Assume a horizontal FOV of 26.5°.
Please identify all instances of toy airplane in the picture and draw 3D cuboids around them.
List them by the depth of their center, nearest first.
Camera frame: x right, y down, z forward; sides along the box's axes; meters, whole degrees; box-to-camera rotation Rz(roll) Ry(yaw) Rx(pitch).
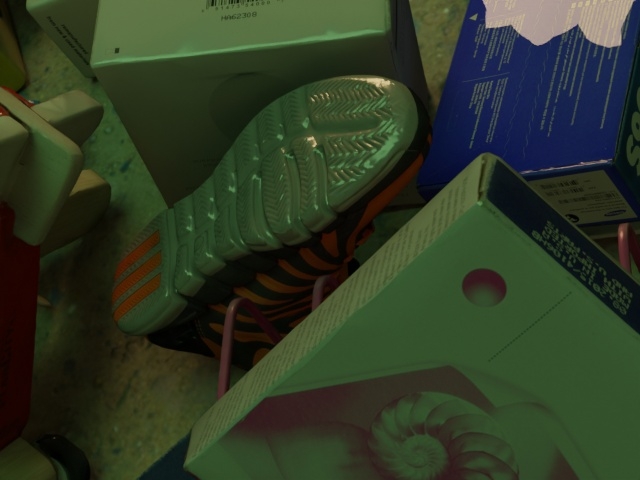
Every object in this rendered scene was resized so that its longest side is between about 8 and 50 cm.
[{"bbox_3d":[-0.312,0.034,1.042,0.273,0.386,0.384,17,68,19],"label":"toy airplane"}]

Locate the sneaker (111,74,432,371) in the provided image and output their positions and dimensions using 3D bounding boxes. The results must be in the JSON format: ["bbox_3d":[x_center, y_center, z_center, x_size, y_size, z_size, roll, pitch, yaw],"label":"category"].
[{"bbox_3d":[0.000,0.000,1.026,0.321,0.180,0.124,-32,46,38],"label":"sneaker"}]

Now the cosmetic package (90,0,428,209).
[{"bbox_3d":[-0.037,-0.133,1.093,0.224,0.224,0.138,-5,56,10],"label":"cosmetic package"}]

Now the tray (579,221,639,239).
[{"bbox_3d":[0.310,-0.070,1.033,0.270,0.030,0.145,-8,59,21],"label":"tray"}]

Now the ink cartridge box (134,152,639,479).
[{"bbox_3d":[0.097,0.167,0.751,0.330,0.324,0.071,-45,12,29],"label":"ink cartridge box"}]

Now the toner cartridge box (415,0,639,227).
[{"bbox_3d":[0.199,-0.167,1.078,0.165,0.075,0.347,-5,52,35],"label":"toner cartridge box"}]

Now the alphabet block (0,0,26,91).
[{"bbox_3d":[-0.443,-0.230,1.390,0.193,0.192,0.197,-30,53,8],"label":"alphabet block"}]

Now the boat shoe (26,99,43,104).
[{"bbox_3d":[-0.350,-0.035,1.294,0.258,0.089,0.109,-23,67,5],"label":"boat shoe"}]

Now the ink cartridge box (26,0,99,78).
[{"bbox_3d":[-0.129,-0.309,1.330,0.289,0.121,0.211,-16,54,16],"label":"ink cartridge box"}]

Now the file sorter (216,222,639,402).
[{"bbox_3d":[0.093,0.123,0.913,0.291,0.202,0.182,-11,54,19],"label":"file sorter"}]
